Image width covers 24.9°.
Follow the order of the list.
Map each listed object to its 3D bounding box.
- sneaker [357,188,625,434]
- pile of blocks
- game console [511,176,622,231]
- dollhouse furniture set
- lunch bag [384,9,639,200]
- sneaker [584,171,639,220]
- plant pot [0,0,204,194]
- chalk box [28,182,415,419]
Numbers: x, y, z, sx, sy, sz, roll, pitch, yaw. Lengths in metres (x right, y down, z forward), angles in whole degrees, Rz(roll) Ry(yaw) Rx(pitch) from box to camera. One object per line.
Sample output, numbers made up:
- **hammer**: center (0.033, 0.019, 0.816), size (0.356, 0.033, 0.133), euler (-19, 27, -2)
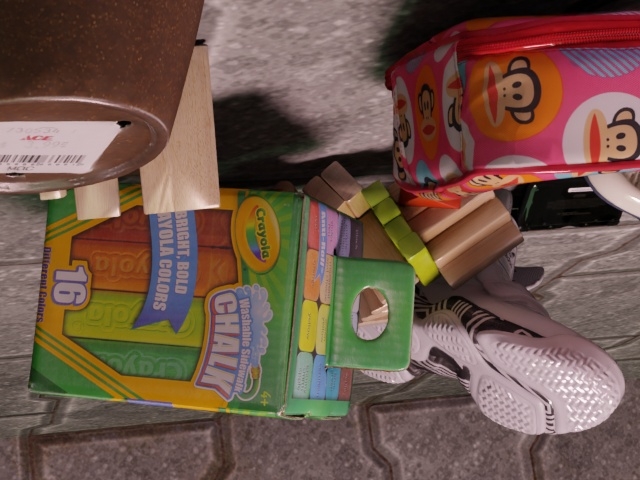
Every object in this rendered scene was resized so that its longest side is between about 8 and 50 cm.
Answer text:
- **sneaker**: center (0.176, 0.056, 1.430), size (0.366, 0.137, 0.210), euler (12, -131, 47)
- **pile of blocks**: center (0.000, 0.000, 1.346), size (0.362, 0.149, 0.112), euler (-12, 158, 12)
- **game console**: center (0.258, -0.049, 1.558), size (0.122, 0.071, 0.107), euler (-4, 135, -15)
- **dollhouse furniture set**: center (-0.160, -0.100, 1.124), size (0.144, 0.123, 0.151), euler (-6, -160, -7)
- **lunch bag**: center (0.195, -0.094, 1.034), size (0.258, 0.120, 0.293), euler (-4, -178, -12)
- **sneaker**: center (0.340, -0.044, 1.383), size (0.350, 0.131, 0.148), euler (5, 156, -40)
- **plant pot**: center (-0.125, -0.143, 0.582), size (0.215, 0.230, 0.215), euler (-8, 166, -2)
- **chalk box**: center (-0.068, 0.054, 1.208), size (0.289, 0.180, 0.179), euler (2, 173, 18)
